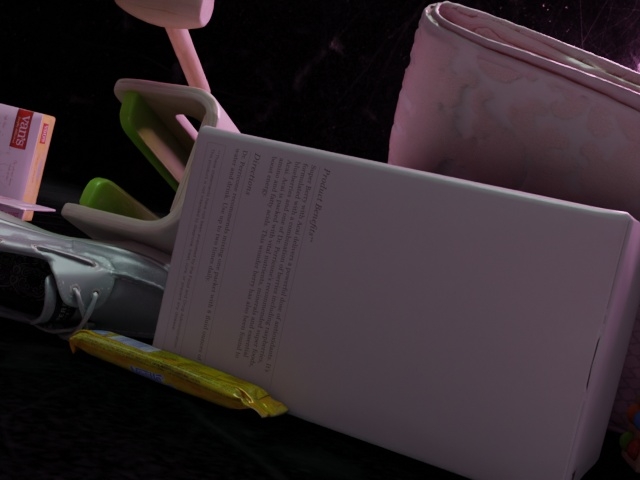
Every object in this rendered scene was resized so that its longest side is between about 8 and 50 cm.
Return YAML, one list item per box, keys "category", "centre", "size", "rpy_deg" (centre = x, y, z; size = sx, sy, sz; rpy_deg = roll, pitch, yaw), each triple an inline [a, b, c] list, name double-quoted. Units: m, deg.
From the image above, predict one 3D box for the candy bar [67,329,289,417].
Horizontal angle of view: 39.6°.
- category: "candy bar"
  centre: [-0.096, 0.085, 0.582]
  size: [0.162, 0.018, 0.040]
  rpy_deg: [15, 2, 25]

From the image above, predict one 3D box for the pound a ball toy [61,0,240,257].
- category: "pound a ball toy"
  centre: [-0.088, -0.063, 0.788]
  size: [0.136, 0.208, 0.319]
  rpy_deg: [13, -17, 19]

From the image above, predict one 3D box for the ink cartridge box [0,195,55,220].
- category: "ink cartridge box"
  centre: [-0.397, -0.027, 0.973]
  size: [0.180, 0.060, 0.104]
  rpy_deg: [14, 2, 2]

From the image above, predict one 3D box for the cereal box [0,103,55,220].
- category: "cereal box"
  centre: [-0.553, -0.141, 1.408]
  size: [0.240, 0.172, 0.047]
  rpy_deg: [14, 2, 11]

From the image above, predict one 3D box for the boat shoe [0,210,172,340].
- category: "boat shoe"
  centre: [-0.194, 0.038, 0.652]
  size: [0.228, 0.079, 0.081]
  rpy_deg: [18, 25, -11]

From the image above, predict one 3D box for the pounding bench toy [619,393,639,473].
- category: "pounding bench toy"
  centre: [0.268, 0.152, 0.695]
  size: [0.065, 0.052, 0.083]
  rpy_deg: [14, 2, 7]

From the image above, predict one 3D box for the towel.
- category: "towel"
  centre: [0.191, 0.004, 0.726]
  size: [0.317, 0.331, 0.053]
  rpy_deg: [27, 49, 14]

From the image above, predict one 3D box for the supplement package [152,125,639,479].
- category: "supplement package"
  centre: [0.062, 0.040, 0.629]
  size: [0.293, 0.177, 0.175]
  rpy_deg: [15, 4, 25]
